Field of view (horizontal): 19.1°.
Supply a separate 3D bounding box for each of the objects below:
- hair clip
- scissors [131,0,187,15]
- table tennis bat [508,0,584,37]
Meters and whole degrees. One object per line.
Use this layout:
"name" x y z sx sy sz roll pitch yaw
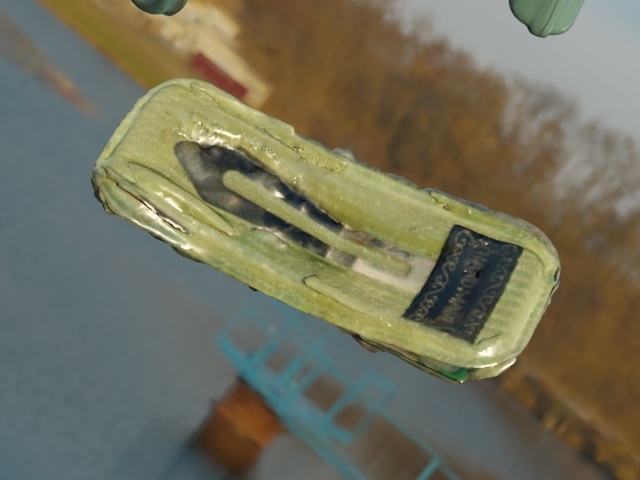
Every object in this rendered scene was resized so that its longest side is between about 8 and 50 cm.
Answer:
"hair clip" 0.001 0.001 1.318 0.321 0.138 0.091 26 -31 10
"scissors" -0.084 -0.231 1.320 0.289 0.041 0.138 3 -76 63
"table tennis bat" 0.152 -0.202 0.945 0.038 0.237 0.149 15 36 -12
